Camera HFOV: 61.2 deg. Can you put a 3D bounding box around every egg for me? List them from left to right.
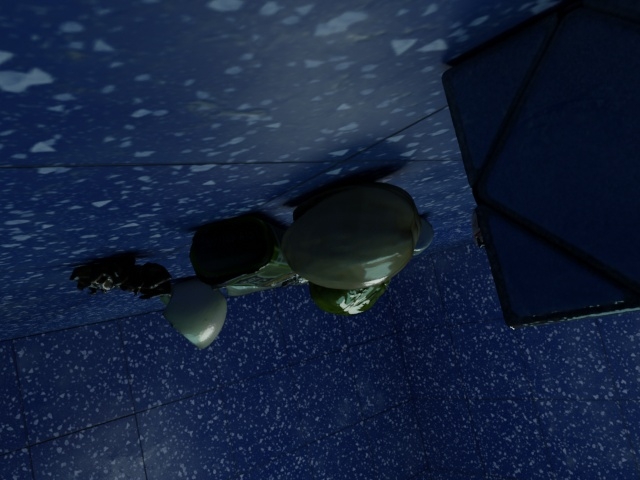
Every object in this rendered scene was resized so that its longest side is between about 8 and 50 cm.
[{"bbox_3d":[-0.368,0.202,1.634,0.162,0.206,0.271,-44,-172,-8],"label":"egg"}]

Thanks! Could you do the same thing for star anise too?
[{"bbox_3d":[-0.325,0.067,0.939,0.233,0.074,0.177,4,179,44],"label":"star anise"}]

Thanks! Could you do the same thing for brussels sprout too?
[{"bbox_3d":[0.100,0.105,1.618,0.271,0.210,0.219,-34,143,27],"label":"brussels sprout"}]

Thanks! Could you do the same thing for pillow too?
[{"bbox_3d":[-0.185,0.114,1.679,0.253,0.078,0.144,-13,164,0],"label":"pillow"}]

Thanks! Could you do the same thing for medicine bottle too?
[{"bbox_3d":[0.243,-0.009,1.406,0.086,0.086,0.183,-13,174,4],"label":"medicine bottle"}]

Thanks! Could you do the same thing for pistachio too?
[{"bbox_3d":[0.040,-0.008,0.780,0.229,0.158,0.157,-11,176,41],"label":"pistachio"}]

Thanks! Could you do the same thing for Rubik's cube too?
[{"bbox_3d":[0.246,-0.062,0.404,0.205,0.205,0.207,-19,171,41],"label":"Rubik's cube"}]

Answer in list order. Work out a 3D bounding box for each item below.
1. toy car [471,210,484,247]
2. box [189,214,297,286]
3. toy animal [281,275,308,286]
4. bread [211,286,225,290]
[{"bbox_3d":[0.458,-0.051,1.407,0.089,0.108,0.210,-10,169,-1],"label":"toy car"},{"bbox_3d":[-0.111,0.027,0.976,0.134,0.097,0.345,-22,172,7],"label":"box"},{"bbox_3d":[-0.079,0.089,1.562,0.137,0.098,0.098,-34,167,17],"label":"toy animal"},{"bbox_3d":[-0.223,0.054,1.201,0.043,0.062,0.109,-13,-144,22],"label":"bread"}]
